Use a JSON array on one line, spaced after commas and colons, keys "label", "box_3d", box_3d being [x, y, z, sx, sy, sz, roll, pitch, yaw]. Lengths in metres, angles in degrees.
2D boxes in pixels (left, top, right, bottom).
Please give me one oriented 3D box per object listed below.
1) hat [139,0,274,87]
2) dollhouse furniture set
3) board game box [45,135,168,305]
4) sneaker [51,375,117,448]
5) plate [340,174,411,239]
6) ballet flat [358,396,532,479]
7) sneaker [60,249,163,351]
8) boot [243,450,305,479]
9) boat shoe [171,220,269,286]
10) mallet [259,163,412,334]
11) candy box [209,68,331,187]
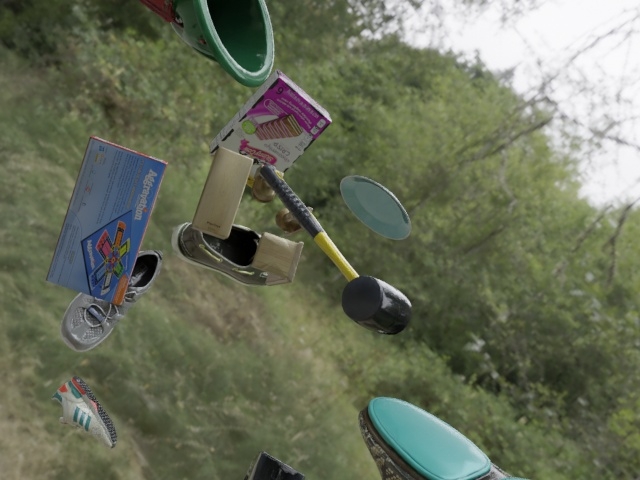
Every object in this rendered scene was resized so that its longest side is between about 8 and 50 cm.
[{"label": "hat", "box_3d": [-0.182, -0.272, 1.106, 0.173, 0.183, 0.209, 2, 76, -63]}, {"label": "dollhouse furniture set", "box_3d": [-0.104, -0.029, 1.226, 0.151, 0.144, 0.123, 20, -11, -14]}, {"label": "board game box", "box_3d": [-0.389, -0.034, 1.581, 0.145, 0.281, 0.027, 20, 11, -5]}, {"label": "sneaker", "box_3d": [-0.465, 0.350, 1.703, 0.161, 0.075, 0.057, 55, -4, 6]}, {"label": "plate", "box_3d": [0.123, -0.076, 1.872, 0.188, 0.024, 0.188, 35, -24, 18]}, {"label": "ballet flat", "box_3d": [0.221, 0.379, 1.201, 0.482, 0.164, 0.182, 17, -77, 45]}, {"label": "sneaker", "box_3d": [-0.438, 0.111, 1.826, 0.105, 0.281, 0.115, 41, -32, -8]}, {"label": "boot", "box_3d": [-0.184, 0.622, 1.614, 0.146, 0.445, 0.367, 24, -21, -14]}, {"label": "boat shoe", "box_3d": [-0.161, 0.027, 1.818, 0.305, 0.109, 0.091, 18, -22, -39]}, {"label": "mallet", "box_3d": [0.000, 0.000, 0.701, 0.190, 0.039, 0.062, 49, 10, 24]}, {"label": "candy box", "box_3d": [-0.113, -0.236, 1.917, 0.159, 0.233, 0.071, 38, 16, -22]}]
